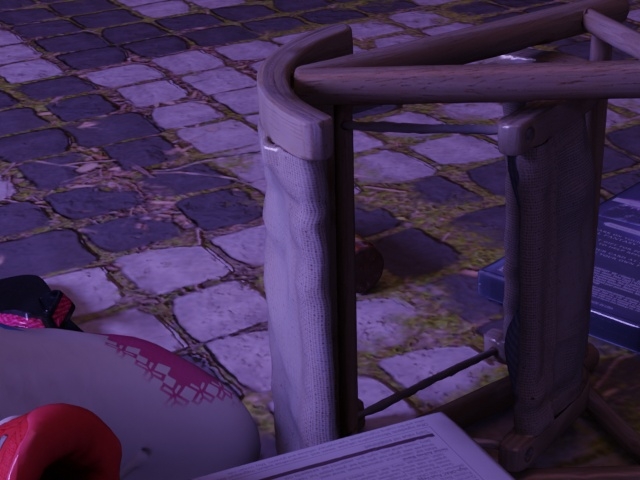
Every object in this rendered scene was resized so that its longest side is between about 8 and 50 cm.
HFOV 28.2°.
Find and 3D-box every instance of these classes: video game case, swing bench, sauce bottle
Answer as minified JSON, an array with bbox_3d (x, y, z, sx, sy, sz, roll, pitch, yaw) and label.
[{"bbox_3d":[0.279,0.013,0.959,0.196,0.026,0.274,20,32,39],"label":"video game case"},{"bbox_3d":[0.082,0.017,0.690,0.255,0.253,0.165,-9,25,-17],"label":"swing bench"},{"bbox_3d":[0.000,0.000,0.984,0.042,0.042,0.128,-16,30,-28],"label":"sauce bottle"}]

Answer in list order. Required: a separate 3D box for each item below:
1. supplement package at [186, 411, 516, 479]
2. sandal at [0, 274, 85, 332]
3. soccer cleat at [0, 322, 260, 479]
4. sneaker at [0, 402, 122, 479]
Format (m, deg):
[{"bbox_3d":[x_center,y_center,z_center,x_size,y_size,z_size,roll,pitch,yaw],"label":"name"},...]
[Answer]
[{"bbox_3d":[0.046,0.189,0.457,0.139,0.134,0.244,-11,26,-22],"label":"supplement package"},{"bbox_3d":[-0.201,0.053,0.883,0.067,0.040,0.179,-14,27,-25],"label":"sandal"},{"bbox_3d":[-0.172,0.092,0.606,0.331,0.116,0.143,20,10,-23],"label":"soccer cleat"},{"bbox_3d":[-0.073,0.173,0.418,0.107,0.118,0.279,19,34,-51],"label":"sneaker"}]
